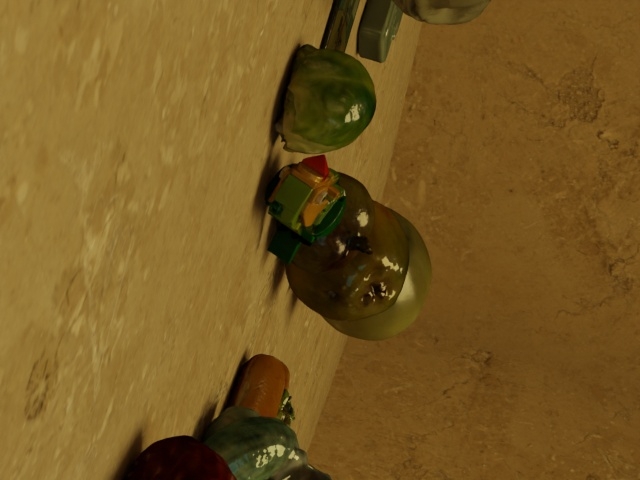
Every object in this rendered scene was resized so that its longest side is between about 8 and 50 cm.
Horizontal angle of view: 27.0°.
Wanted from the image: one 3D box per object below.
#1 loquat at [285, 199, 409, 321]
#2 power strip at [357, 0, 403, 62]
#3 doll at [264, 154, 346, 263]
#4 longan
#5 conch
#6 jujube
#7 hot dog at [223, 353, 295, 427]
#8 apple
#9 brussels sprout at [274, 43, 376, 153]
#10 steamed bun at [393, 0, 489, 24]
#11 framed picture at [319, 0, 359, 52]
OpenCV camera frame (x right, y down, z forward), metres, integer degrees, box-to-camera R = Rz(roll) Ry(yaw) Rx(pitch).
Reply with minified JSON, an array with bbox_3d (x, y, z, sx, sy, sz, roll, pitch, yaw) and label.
[{"bbox_3d":[0.037,0.020,2.247,0.246,0.213,0.213,49,-45,47],"label":"loquat"},{"bbox_3d":[0.131,-0.456,2.496,0.193,0.059,0.264,86,19,-73],"label":"power strip"},{"bbox_3d":[-0.027,-0.051,1.843,0.134,0.106,0.186,-52,170,-10],"label":"doll"},{"bbox_3d":[0.014,-0.022,2.008,0.145,0.176,0.154,-19,135,-35],"label":"longan"},{"bbox_3d":[-0.088,0.343,1.865,0.195,0.220,0.277,101,-32,-45],"label":"conch"},{"bbox_3d":[-0.154,0.309,1.388,0.230,0.155,0.155,-77,179,-52],"label":"jujube"},{"bbox_3d":[-0.110,0.314,2.045,0.135,0.100,0.337,97,11,-53],"label":"hot dog"},{"bbox_3d":[0.095,0.058,2.580,0.262,0.262,0.262,16,90,-84],"label":"apple"},{"bbox_3d":[0.012,-0.179,1.774,0.149,0.122,0.151,81,24,-70],"label":"brussels sprout"},{"bbox_3d":[0.143,-0.470,1.858,0.310,0.220,0.324,132,-49,-70],"label":"steamed bun"},{"bbox_3d":[0.054,-0.412,2.104,0.244,0.013,0.323,63,44,-82],"label":"framed picture"}]
